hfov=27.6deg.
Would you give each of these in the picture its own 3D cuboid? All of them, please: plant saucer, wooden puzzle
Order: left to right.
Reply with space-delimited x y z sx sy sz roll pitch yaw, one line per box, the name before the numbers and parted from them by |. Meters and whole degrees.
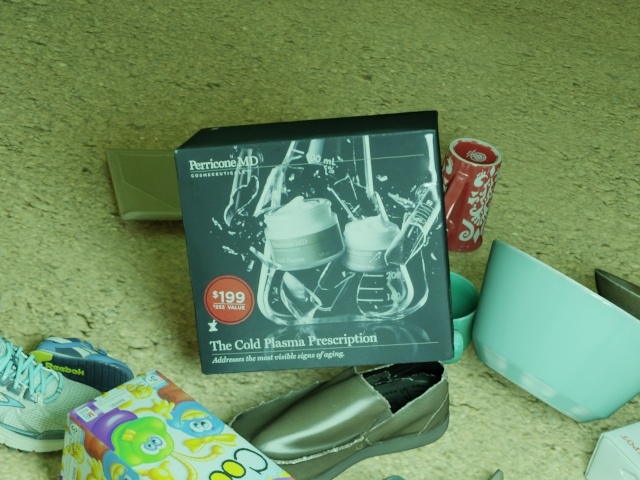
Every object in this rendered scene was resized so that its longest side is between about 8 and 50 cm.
wooden puzzle | -0.237 -0.087 2.169 0.221 0.044 0.238 1 31 -18
plant saucer | 0.556 0.134 2.016 0.311 0.050 0.310 25 6 -3

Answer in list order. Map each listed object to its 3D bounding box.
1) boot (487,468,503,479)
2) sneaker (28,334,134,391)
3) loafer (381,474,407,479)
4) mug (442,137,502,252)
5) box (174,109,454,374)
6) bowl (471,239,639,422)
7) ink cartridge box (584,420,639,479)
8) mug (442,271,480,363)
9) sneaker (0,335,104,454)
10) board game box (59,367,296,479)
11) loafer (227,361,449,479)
boot | 0.239 0.352 1.687 0.087 0.042 0.118 32 38 16
sneaker | -0.317 0.161 1.755 0.144 0.053 0.059 16 31 2
loafer | 0.031 0.384 1.543 0.096 0.084 0.267 53 42 -3
mug | 0.242 -0.069 2.192 0.113 0.169 0.150 9 33 -8
box | 0.000 0.000 1.762 0.343 0.312 0.179 -5 13 7
bowl | 0.339 0.145 1.849 0.312 0.163 0.311 31 0 0
ink cartridge box | 0.494 0.317 1.777 0.212 0.093 0.154 -9 39 -33
mug | 0.164 0.124 1.937 0.130 0.097 0.157 18 36 13
sneaker | -0.400 0.180 1.633 0.283 0.122 0.110 11 33 -4
board game box | -0.160 0.299 1.524 0.275 0.142 0.144 34 38 28
loafer | 0.022 0.221 1.715 0.366 0.130 0.134 -14 42 -35
